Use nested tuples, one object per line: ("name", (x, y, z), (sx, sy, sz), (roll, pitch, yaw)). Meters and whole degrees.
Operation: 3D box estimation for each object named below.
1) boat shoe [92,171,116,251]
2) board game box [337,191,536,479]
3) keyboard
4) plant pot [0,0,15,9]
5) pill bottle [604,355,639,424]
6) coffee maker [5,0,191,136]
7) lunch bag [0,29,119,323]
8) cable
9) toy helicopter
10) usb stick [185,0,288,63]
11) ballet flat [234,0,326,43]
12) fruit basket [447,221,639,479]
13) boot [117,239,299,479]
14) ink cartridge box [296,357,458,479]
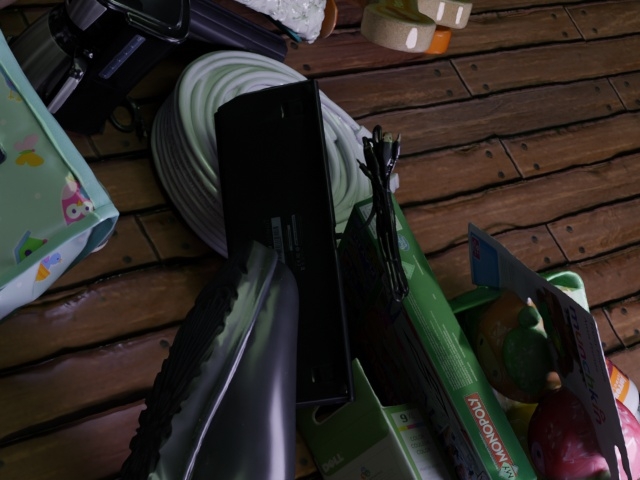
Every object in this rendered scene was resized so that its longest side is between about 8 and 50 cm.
("boat shoe", (-0.315, -0.103, 1.675), (0.335, 0.095, 0.112), (34, 40, -20))
("board game box", (0.102, 0.133, 1.818), (0.046, 0.213, 0.317), (-20, 71, -17))
("keyboard", (0.000, 0.000, 1.759), (0.033, 0.201, 0.317), (3, 79, -62))
("plant pot", (-0.346, -0.293, 1.759), (0.237, 0.110, 0.237), (9, 40, -8))
("pill bottle", (0.276, 0.171, 2.027), (0.221, 0.121, 0.121), (42, 38, -10))
("coffee maker", (-0.205, -0.197, 1.797), (0.171, 0.178, 0.120), (1, 59, -45))
("lunch bag", (-0.305, -0.040, 1.497), (0.223, 0.262, 0.160), (56, 37, 5))
("cable", (-0.059, -0.084, 1.927), (0.257, 0.089, 0.257), (46, 39, -5))
("toy helicopter", (0.066, -0.288, 2.137), (0.235, 0.140, 0.355), (14, 19, -6))
("usb stick", (-0.134, -0.235, 1.938), (0.278, 0.077, 0.045), (19, 79, -56))
("ballet flat", (-0.050, -0.301, 1.938), (0.147, 0.147, 0.409), (56, 9, 7))
("fruit basket", (0.221, 0.175, 1.776), (0.353, 0.165, 0.327), (-120, -166, -71))
("boot", (0.048, 0.254, 1.599), (0.445, 0.146, 0.367), (26, 75, -15))
("ink cartridge box", (0.065, 0.227, 1.776), (0.062, 0.109, 0.209), (-7, 65, -48))
